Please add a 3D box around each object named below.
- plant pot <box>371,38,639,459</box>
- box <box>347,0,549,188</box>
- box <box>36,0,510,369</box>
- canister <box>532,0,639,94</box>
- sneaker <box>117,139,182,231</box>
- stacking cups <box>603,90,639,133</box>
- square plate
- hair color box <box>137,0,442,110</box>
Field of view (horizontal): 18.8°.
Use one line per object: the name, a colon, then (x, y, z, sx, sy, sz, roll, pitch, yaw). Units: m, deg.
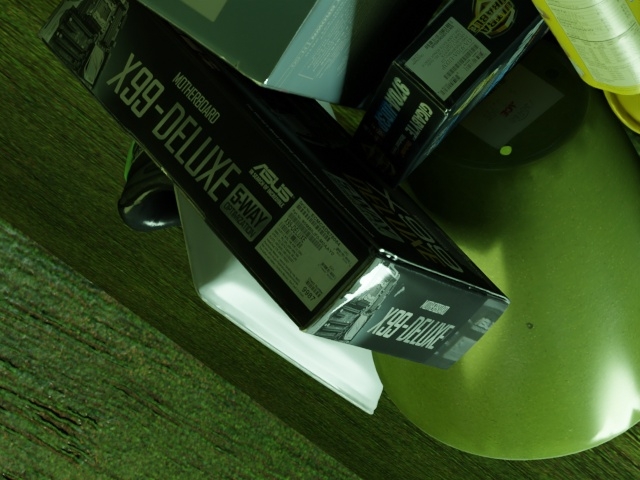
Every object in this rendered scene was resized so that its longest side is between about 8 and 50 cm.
plant pot: (0.153, -0.016, 1.544, 0.274, 0.275, 0.293, 22, 151, 26)
box: (0.105, -0.132, 1.304, 0.051, 0.175, 0.220, 43, 167, 3)
box: (-0.028, -0.048, 1.363, 0.307, 0.076, 0.242, 47, -168, 26)
canister: (0.168, -0.175, 1.134, 0.073, 0.126, 0.170, 20, 166, 33)
sneaker: (0.000, 0.000, 1.969, 0.482, 0.202, 0.185, 22, 166, 29)
stacking cups: (0.288, -0.118, 1.158, 0.096, 0.096, 0.316, 34, 166, -19)
square plate: (-0.038, -0.056, 1.672, 0.049, 0.347, 0.344, -21, 152, 17)
hair color box: (-0.043, -0.184, 1.273, 0.185, 0.114, 0.374, 35, -172, 8)
